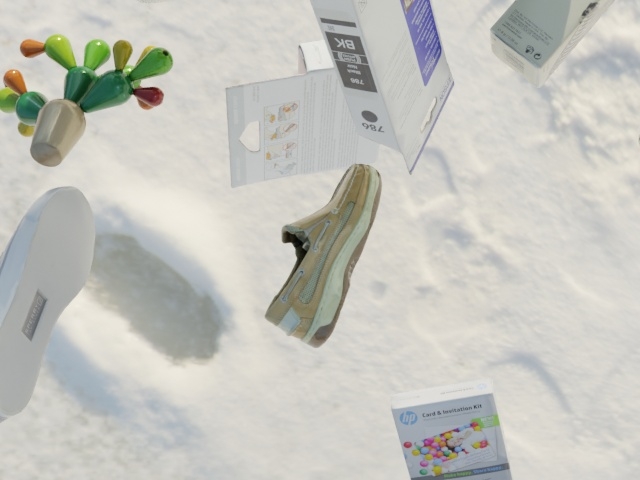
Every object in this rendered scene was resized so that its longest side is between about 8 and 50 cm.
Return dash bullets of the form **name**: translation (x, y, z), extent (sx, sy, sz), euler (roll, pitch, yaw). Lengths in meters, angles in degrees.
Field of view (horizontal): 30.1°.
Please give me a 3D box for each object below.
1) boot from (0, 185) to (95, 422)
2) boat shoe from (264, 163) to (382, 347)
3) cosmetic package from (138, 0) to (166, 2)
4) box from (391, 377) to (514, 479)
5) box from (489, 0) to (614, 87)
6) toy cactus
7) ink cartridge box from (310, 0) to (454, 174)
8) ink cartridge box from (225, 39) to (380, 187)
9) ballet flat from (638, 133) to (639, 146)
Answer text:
- **boot**: translation (-0.297, 0.054, 1.069), extent (0.123, 0.095, 0.258), euler (-8, 41, 22)
- **boat shoe**: translation (0.000, 0.000, 1.068), extent (0.072, 0.068, 0.190), euler (25, 56, -8)
- **cosmetic package**: translation (-0.004, -0.399, 0.995), extent (0.393, 0.327, 0.329), euler (-9, 97, 0)
- **box**: translation (0.190, 0.289, 1.692), extent (0.145, 0.038, 0.186), euler (-10, 118, 9)
- **box**: translation (0.359, -0.353, 1.661), extent (0.094, 0.113, 0.275), euler (41, 92, 12)
- **toy cactus**: translation (-0.258, -0.141, 1.246), extent (0.219, 0.112, 0.180), euler (-1, 44, 15)
- **ink cartridge box**: translation (0.077, -0.242, 1.407), extent (0.065, 0.333, 0.165), euler (12, 59, 26)
- **ink cartridge box**: translation (-0.024, -0.189, 1.770), extent (0.239, 0.275, 0.060), euler (-10, 62, -8)
- **ballet flat**: translation (0.300, -0.046, 0.764), extent (0.139, 0.400, 0.139), euler (0, 95, 5)
